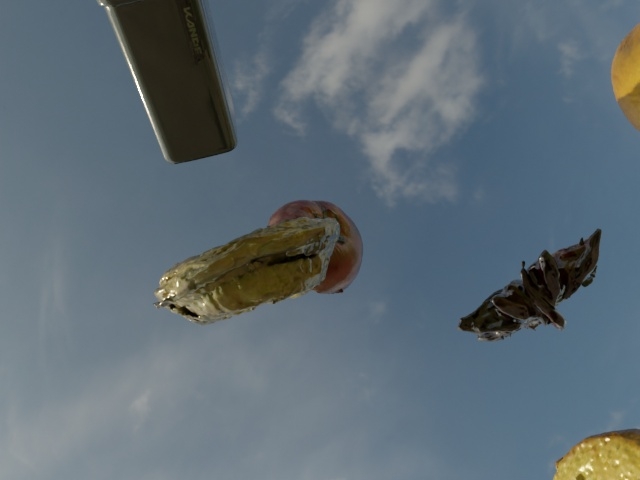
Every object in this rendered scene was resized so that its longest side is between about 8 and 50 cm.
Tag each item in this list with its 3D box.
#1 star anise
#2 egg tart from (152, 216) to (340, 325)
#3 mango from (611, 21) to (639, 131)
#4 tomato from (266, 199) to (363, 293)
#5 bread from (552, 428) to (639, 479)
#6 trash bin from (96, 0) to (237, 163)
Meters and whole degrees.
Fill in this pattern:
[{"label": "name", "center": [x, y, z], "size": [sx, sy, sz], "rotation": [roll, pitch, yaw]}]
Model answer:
[{"label": "star anise", "center": [0.345, 0.096, 0.930], "size": [0.271, 0.103, 0.272], "rotation": [-23, -30, -14]}, {"label": "egg tart", "center": [-0.090, 0.051, 0.814], "size": [0.278, 0.279, 0.095], "rotation": [-19, -98, -23]}, {"label": "mango", "center": [0.395, -0.152, 0.536], "size": [0.187, 0.359, 0.144], "rotation": [39, -88, -11]}, {"label": "tomato", "center": [0.003, -0.001, 1.233], "size": [0.224, 0.225, 0.085], "rotation": [26, -47, -27]}, {"label": "bread", "center": [0.364, 0.279, 0.676], "size": [0.160, 0.261, 0.147], "rotation": [8, -120, -13]}, {"label": "trash bin", "center": [-0.159, -0.221, 0.641], "size": [0.101, 0.177, 0.237], "rotation": [-14, -54, -4]}]
